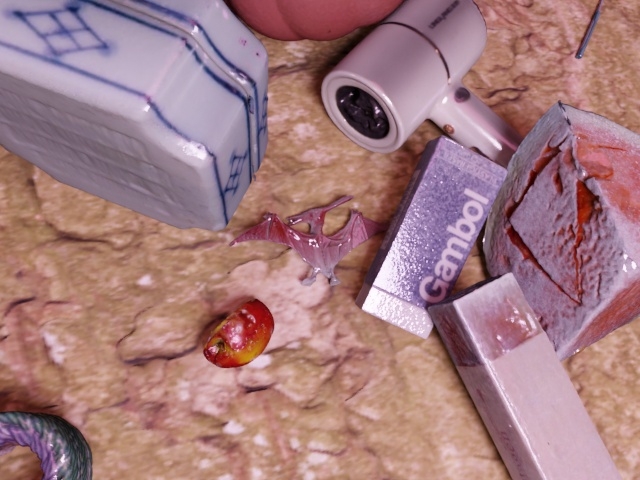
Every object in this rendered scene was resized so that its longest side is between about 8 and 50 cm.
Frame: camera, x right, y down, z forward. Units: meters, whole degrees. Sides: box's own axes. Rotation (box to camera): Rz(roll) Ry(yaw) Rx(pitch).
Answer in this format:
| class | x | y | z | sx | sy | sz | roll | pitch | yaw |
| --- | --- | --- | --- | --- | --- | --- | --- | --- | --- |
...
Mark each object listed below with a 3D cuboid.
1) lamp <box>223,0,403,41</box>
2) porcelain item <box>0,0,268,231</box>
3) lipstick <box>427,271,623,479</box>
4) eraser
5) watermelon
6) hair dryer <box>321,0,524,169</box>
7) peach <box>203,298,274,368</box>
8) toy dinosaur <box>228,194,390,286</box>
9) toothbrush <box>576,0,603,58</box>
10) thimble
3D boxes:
| class | x | y | z | sx | sy | sz | roll | pitch | yaw |
| --- | --- | --- | --- | --- | --- | --- | --- | --- | --- |
| lamp | -0.007 | -0.393 | 0.682 | 0.306 | 0.239 | 0.305 | -10 | 54 | 14 |
| porcelain item | -0.196 | -0.144 | 0.566 | 0.286 | 0.281 | 0.157 | 21 | 70 | 3 |
| lipstick | 0.234 | 0.217 | 0.568 | 0.080 | 0.076 | 0.371 | -24 | 83 | -16 |
| eraser | 0.123 | -0.004 | 0.639 | 0.092 | 0.046 | 0.212 | 26 | 89 | -11 |
| watermelon | 0.319 | 0.012 | 0.598 | 0.262 | 0.212 | 0.201 | 21 | 38 | -3 |
| hair dryer | 0.197 | -0.142 | 0.716 | 0.362 | 0.128 | 0.203 | 42 | 69 | 0 |
| peach | -0.082 | 0.105 | 0.614 | 0.050 | 0.077 | 0.083 | 36 | 26 | 11 |
| toy dinosaur | 0.000 | 0.000 | 0.672 | 0.220 | 0.032 | 0.108 | -3 | 66 | -19 |
| toothbrush | 0.425 | -0.337 | 0.866 | 0.014 | 0.011 | 0.167 | 31 | 68 | -2 |
| thimble | -0.287 | 0.221 | 0.518 | 0.135 | 0.090 | 0.118 | -16 | 72 | -12 |
